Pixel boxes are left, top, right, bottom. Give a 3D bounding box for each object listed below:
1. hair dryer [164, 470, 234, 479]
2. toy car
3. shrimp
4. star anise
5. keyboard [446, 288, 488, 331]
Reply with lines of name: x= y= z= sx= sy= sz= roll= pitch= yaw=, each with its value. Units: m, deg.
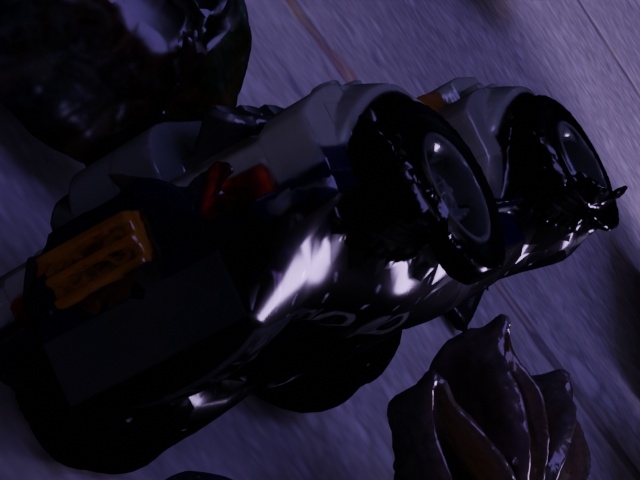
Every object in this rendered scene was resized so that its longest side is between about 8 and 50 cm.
hair dryer: x=-0.019 y=0.200 z=0.543 sx=0.167 sy=0.067 sz=0.199 roll=46 pitch=40 yaw=-44
toy car: x=-0.001 y=-0.002 z=0.600 sx=0.301 sy=0.193 sz=0.118 roll=-6 pitch=71 yaw=-62
shrimp: x=-0.129 y=-0.205 z=0.650 sx=0.172 sy=0.137 sz=0.372 roll=146 pitch=-70 yaw=-78
star anise: x=0.080 y=0.141 z=0.709 sx=0.197 sy=0.073 sz=0.212 roll=8 pitch=83 yaw=-62
keyboard: x=0.097 y=-0.027 z=1.023 sx=0.087 sy=0.017 sz=0.250 roll=55 pitch=25 yaw=-13
